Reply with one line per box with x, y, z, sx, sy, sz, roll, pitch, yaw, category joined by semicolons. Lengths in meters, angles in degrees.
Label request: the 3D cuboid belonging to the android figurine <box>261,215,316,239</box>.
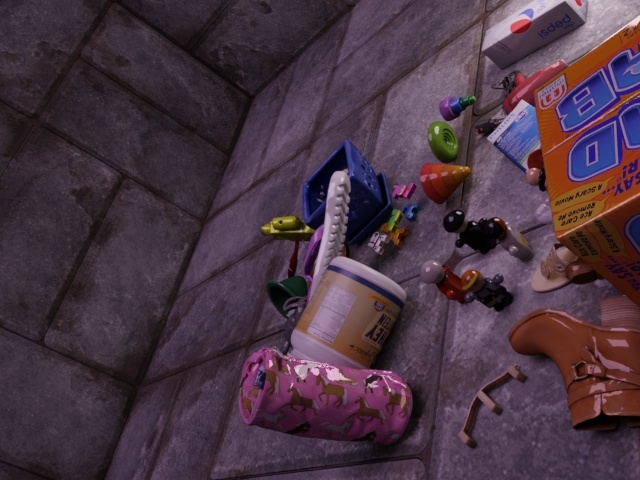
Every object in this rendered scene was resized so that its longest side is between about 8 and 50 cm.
-0.058;-0.035;2.220;0.272;0.248;0.056;-3;79;29;android figurine

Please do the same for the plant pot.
0.093;-0.139;2.079;0.236;0.212;0.236;-45;28;25;plant pot

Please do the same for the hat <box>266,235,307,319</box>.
-0.061;0.142;2.147;0.172;0.209;0.183;26;54;32;hat

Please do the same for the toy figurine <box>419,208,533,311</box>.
0.351;0.041;1.475;0.213;0.148;0.209;-61;25;-8;toy figurine

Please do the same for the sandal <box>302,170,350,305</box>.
0.004;0.004;1.864;0.102;0.169;0.417;10;80;17;sandal

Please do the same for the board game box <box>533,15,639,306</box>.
0.591;-0.123;0.975;0.356;0.356;0.357;-36;31;38;board game box

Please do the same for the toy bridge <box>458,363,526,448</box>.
0.340;0.326;1.310;0.188;0.026;0.063;-55;24;5;toy bridge

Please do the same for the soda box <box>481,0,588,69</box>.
0.598;-0.602;1.828;0.286;0.098;0.091;-22;42;50;soda box

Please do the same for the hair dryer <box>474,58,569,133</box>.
0.538;-0.416;1.743;0.293;0.080;0.224;-10;52;58;hair dryer

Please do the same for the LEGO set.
0.213;-0.057;1.909;0.093;0.087;0.227;19;78;49;LEGO set

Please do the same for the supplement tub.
0.062;0.226;1.695;0.316;0.228;0.228;-62;25;-8;supplement tub

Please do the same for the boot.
0.454;0.231;1.147;0.283;0.109;0.220;-20;47;42;boot

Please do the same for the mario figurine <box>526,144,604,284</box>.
0.454;-0.075;1.232;0.198;0.170;0.321;-52;26;42;mario figurine

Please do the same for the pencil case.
0.014;0.354;1.458;0.160;0.385;0.167;-98;29;-50;pencil case

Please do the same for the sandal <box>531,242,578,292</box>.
0.502;0.024;1.300;0.240;0.079;0.088;-33;35;43;sandal

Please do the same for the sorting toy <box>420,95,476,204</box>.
0.382;-0.275;1.822;0.126;0.127;0.366;-19;46;45;sorting toy

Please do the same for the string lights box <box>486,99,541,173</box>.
0.520;-0.234;1.568;0.133;0.076;0.260;-49;26;16;string lights box

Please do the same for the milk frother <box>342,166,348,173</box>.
0.112;-0.215;2.283;0.143;0.129;0.134;-35;58;-18;milk frother

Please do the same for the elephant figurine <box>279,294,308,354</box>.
-0.027;0.224;1.987;0.239;0.185;0.170;-92;7;-66;elephant figurine

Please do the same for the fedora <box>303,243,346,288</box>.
0.003;0.074;2.155;0.194;0.079;0.194;-41;29;30;fedora
